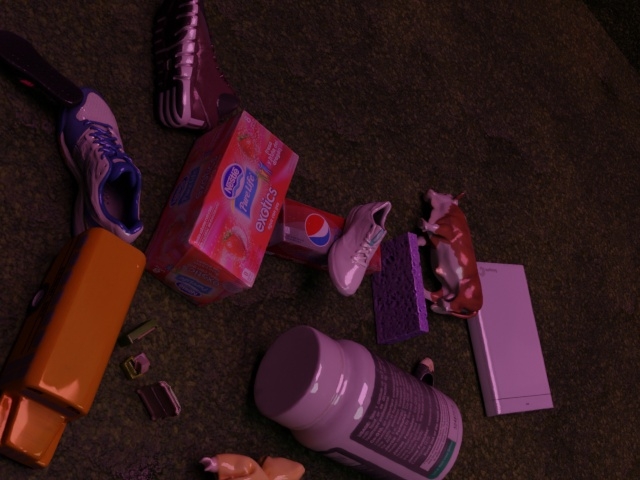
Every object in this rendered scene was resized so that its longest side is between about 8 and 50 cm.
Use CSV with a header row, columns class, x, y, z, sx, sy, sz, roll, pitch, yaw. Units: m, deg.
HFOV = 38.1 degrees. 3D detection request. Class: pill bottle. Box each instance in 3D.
class,x,y,z,sx,sy,sz,roll,pitch,yaw
pill bottle,0.070,0.302,1.661,0.361,0.204,0.204,34,52,-32

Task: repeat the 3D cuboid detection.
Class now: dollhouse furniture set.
class,x,y,z,sx,sy,sz,roll,pitch,yaw
dollhouse furniture set,-0.260,0.206,1.463,0.058,0.076,0.151,-33,97,-46

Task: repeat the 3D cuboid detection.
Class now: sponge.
class,x,y,z,sx,sy,sz,roll,pitch,yaw
sponge,0.158,0.100,1.899,0.031,0.117,0.210,14,63,-43

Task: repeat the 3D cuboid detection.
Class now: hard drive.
class,x,y,z,sx,sy,sz,roll,pitch,yaw
hard drive,0.436,0.227,2.178,0.233,0.047,0.353,5,70,-44

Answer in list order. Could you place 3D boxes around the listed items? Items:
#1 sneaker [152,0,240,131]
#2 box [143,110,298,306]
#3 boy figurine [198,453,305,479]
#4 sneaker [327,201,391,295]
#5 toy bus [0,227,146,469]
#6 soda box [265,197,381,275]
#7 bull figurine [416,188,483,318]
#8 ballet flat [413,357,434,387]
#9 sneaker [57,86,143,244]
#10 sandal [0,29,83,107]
class,x,y,z,sx,sy,sz,roll,pitch,yaw
sneaker,-0.221,-0.327,1.722,0.162,0.106,0.281,15,73,-46
box,-0.172,-0.055,1.608,0.142,0.154,0.300,39,51,-27
boy figurine,-0.138,0.418,1.487,0.285,0.092,0.177,-29,94,-48
sneaker,0.081,0.006,1.754,0.080,0.094,0.212,40,50,-29
toy bus,-0.368,0.152,1.336,0.108,0.130,0.332,37,51,-29
soda box,0.000,0.000,1.806,0.263,0.083,0.092,18,62,-40
bull figurine,0.278,0.025,2.067,0.188,0.101,0.310,-7,76,-42
ballet flat,0.217,0.322,1.915,0.057,0.049,0.173,35,51,-32
sneaker,-0.336,-0.119,1.484,0.112,0.131,0.296,-2,73,-44
sandal,-0.459,-0.266,1.474,0.179,0.040,0.067,41,40,-2
